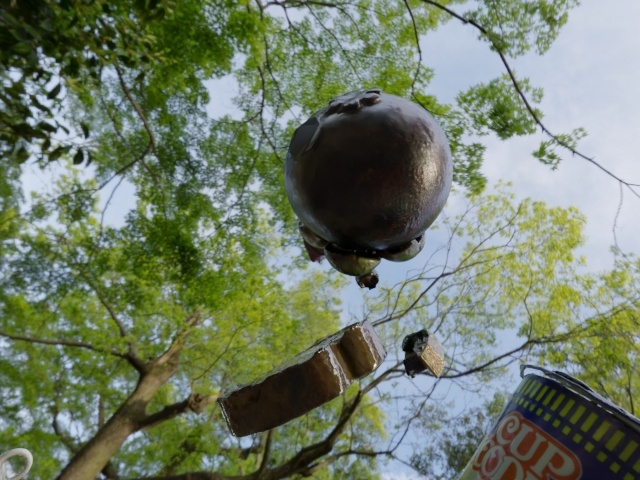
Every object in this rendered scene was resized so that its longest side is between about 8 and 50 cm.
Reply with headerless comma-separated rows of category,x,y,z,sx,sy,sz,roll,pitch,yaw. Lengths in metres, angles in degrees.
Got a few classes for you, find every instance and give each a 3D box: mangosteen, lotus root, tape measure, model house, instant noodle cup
mangosteen,0.080,-0.099,0.711,0.311,0.311,0.311,6,-78,26
lotus root,-0.044,0.302,0.926,0.375,0.390,0.111,-33,-100,50
tape measure,0.000,0.000,1.340,0.118,0.074,0.125,-42,-108,36
model house,0.260,0.303,1.072,0.100,0.100,0.088,-32,-74,30
instant noodle cup,0.254,0.352,0.461,0.284,0.284,0.312,43,-96,14

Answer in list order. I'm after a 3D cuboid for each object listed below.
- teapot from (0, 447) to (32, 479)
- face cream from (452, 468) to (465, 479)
teapot,-0.652,0.458,0.753,0.145,0.226,0.092,2,-69,68
face cream,0.415,0.844,1.320,0.075,0.075,0.229,39,-79,15
